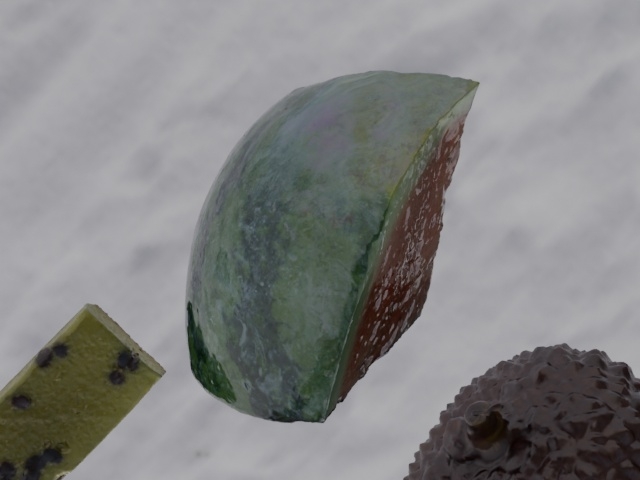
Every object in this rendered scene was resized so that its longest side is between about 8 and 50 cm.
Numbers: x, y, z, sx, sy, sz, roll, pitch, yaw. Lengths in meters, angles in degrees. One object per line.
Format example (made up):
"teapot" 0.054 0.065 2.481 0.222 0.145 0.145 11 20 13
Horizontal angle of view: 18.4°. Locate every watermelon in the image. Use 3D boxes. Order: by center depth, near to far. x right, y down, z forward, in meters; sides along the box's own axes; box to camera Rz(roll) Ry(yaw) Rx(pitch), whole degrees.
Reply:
"watermelon" 0.000 0.000 1.357 0.176 0.256 0.260 -7 123 -20

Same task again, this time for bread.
"bread" -0.227 0.155 1.528 0.226 0.088 0.049 -47 -175 1

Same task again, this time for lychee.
"lychee" 0.195 0.220 1.703 0.264 0.264 0.300 -43 129 -7
